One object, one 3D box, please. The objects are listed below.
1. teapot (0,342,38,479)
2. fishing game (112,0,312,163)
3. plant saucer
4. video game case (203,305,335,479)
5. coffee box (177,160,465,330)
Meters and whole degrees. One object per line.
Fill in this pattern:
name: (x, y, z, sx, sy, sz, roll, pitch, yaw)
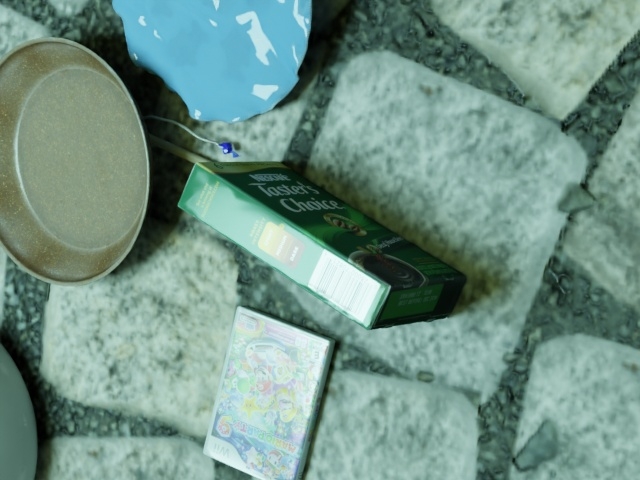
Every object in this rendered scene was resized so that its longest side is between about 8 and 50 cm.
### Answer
teapot: (-0.372, 0.165, 1.516, 0.256, 0.187, 0.252, 9, 96, 32)
fishing game: (-0.079, -0.180, 1.401, 0.189, 0.041, 0.264, 23, 117, 28)
plant saucer: (-0.199, -0.064, 1.478, 0.199, 0.036, 0.198, 8, 104, 36)
video game case: (-0.040, 0.120, 1.412, 0.087, 0.011, 0.122, 19, 102, 29)
coffee box: (0.000, 0.000, 1.325, 0.184, 0.113, 0.040, 32, 109, 28)
